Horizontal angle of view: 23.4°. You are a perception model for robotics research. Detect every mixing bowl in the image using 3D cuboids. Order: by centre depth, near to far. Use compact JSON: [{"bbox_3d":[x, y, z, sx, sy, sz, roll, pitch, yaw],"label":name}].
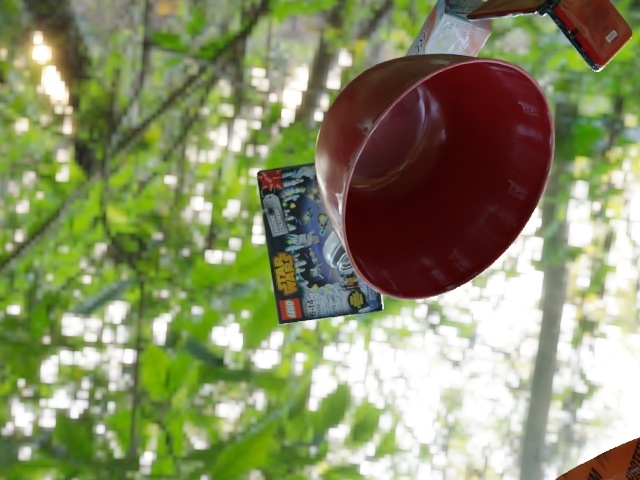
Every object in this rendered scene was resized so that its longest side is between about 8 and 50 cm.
[{"bbox_3d":[0.065,-0.060,1.082,0.181,0.181,0.098,-5,-150,-34],"label":"mixing bowl"}]

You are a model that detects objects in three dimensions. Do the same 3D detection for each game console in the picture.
[{"bbox_3d":[0.233,-0.215,1.548,0.085,0.124,0.144,-38,-178,32],"label":"game console"}]

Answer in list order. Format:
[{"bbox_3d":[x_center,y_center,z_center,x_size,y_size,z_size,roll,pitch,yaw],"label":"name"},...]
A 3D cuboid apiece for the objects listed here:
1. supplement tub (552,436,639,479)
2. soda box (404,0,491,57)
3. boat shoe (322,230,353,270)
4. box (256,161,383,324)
[{"bbox_3d":[0.244,0.296,0.926,0.207,0.207,0.338,-7,-123,-40],"label":"supplement tub"},{"bbox_3d":[0.134,-0.207,1.814,0.063,0.183,0.058,20,-138,-12],"label":"soda box"},{"bbox_3d":[0.053,-0.010,1.224,0.049,0.142,0.040,-2,-120,-44],"label":"boat shoe"},{"bbox_3d":[0.000,0.000,1.344,0.094,0.137,0.027,-8,-172,4],"label":"box"}]
